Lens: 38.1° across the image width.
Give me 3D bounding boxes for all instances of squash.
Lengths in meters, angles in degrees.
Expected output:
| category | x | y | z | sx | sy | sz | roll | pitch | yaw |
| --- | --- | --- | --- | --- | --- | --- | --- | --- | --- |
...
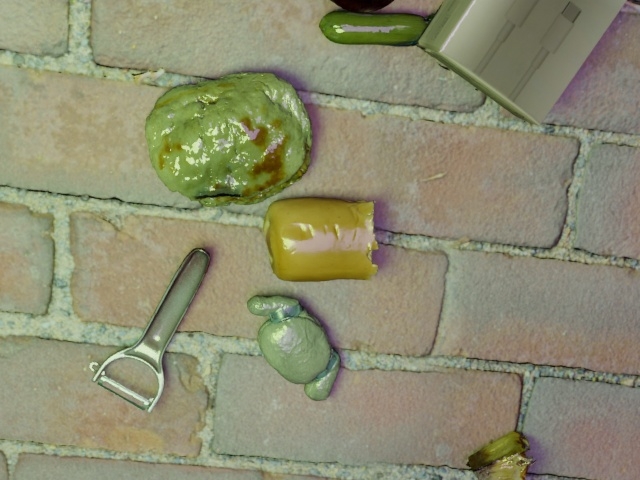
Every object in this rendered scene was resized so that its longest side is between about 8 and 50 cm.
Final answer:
| category | x | y | z | sx | sy | sz | roll | pitch | yaw |
| --- | --- | --- | --- | --- | --- | --- | --- | --- | --- |
| squash | 0.089 | -0.312 | 1.370 | 0.183 | 0.052 | 0.052 | 1 | 104 | -8 |

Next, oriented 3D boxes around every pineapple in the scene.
| category | x | y | z | sx | sy | sz | roll | pitch | yaw |
| --- | --- | --- | --- | --- | --- | --- | --- | --- | --- |
| pineapple | 0.300 | 0.390 | 1.558 | 0.116 | 0.069 | 0.137 | 12 | 105 | -8 |

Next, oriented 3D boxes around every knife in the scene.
| category | x | y | z | sx | sy | sz | roll | pitch | yaw |
| --- | --- | --- | --- | --- | --- | --- | --- | --- | --- |
| knife | -0.253 | 0.124 | 1.451 | 0.123 | 0.053 | 0.278 | 29 | 100 | -7 |

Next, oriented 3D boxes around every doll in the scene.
| category | x | y | z | sx | sy | sz | roll | pitch | yaw |
| --- | --- | --- | --- | --- | --- | --- | --- | --- | --- |
| doll | -0.038 | 0.167 | 1.470 | 0.103 | 0.071 | 0.214 | -33 | 108 | 5 |

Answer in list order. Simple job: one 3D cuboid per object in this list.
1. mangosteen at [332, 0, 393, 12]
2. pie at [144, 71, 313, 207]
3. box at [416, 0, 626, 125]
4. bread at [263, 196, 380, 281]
| category | x | y | z | sx | sy | sz | roll | pitch | yaw |
| --- | --- | --- | --- | --- | --- | --- | --- | --- | --- |
| mangosteen | 0.049 | -0.389 | 1.306 | 0.152 | 0.152 | 0.153 | -1 | 105 | -4 |
| pie | -0.132 | -0.140 | 1.374 | 0.247 | 0.090 | 0.201 | -12 | 108 | 2 |
| box | 0.296 | -0.326 | 1.341 | 0.203 | 0.106 | 0.252 | 31 | 97 | -21 |
| bread | 0.000 | 0.001 | 1.423 | 0.173 | 0.085 | 0.134 | -4 | 104 | -4 |
